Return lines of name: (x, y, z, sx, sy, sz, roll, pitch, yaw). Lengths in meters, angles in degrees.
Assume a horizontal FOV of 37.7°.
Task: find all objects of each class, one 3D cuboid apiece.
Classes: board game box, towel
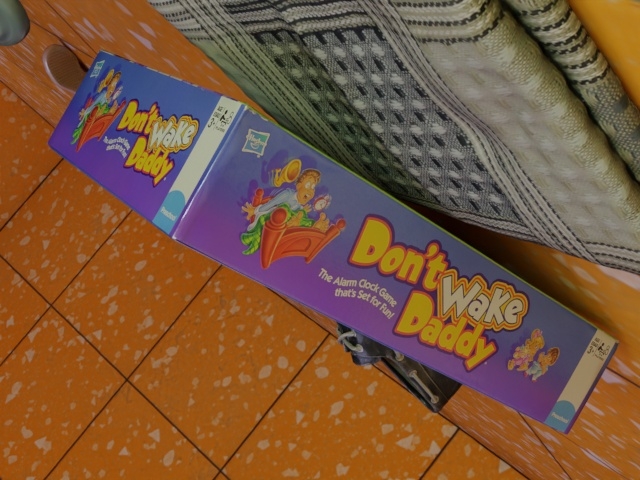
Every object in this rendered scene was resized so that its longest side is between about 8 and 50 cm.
board game box: (0.011, 0.003, 0.648, 0.347, 0.078, 0.233, 29, 180, -36)
towel: (-0.002, -0.105, 0.452, 0.324, 0.056, 0.312, 44, 171, -32)

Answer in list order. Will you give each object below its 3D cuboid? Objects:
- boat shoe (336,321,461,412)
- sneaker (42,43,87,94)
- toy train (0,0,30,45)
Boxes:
boat shoe: (0.069, 0.115, 1.223, 0.301, 0.102, 0.108, 41, 172, -20)
sneaker: (-0.391, -0.258, 1.404, 0.070, 0.051, 0.134, 30, 174, 23)
toy train: (-0.295, -0.219, 0.614, 0.334, 0.142, 0.190, 2, 148, 41)
